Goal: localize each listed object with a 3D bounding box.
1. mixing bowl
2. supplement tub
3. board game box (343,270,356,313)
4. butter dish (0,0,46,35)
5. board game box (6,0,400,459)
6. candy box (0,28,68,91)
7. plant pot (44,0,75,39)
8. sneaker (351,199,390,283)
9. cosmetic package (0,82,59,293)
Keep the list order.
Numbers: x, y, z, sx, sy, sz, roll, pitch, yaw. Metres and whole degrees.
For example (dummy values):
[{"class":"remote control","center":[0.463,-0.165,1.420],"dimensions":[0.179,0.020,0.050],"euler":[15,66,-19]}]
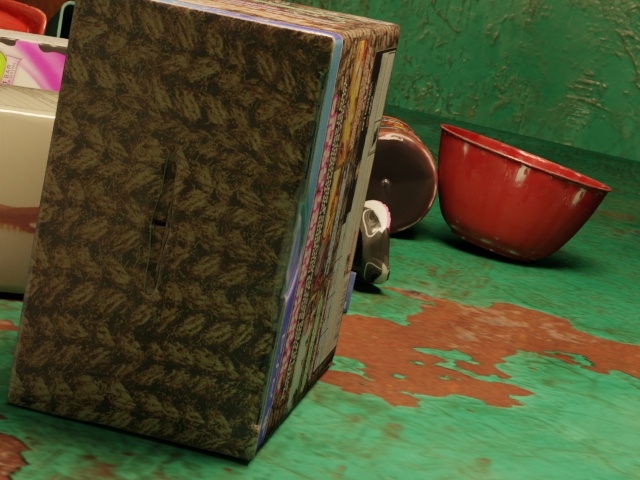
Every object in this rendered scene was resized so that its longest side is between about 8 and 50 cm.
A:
[{"class":"mixing bowl","center":[0.187,-0.039,1.967],"dimensions":[0.181,0.098,0.181],"euler":[20,7,-2]},{"class":"supplement tub","center":[0.060,-0.072,2.016],"dimensions":[0.106,0.106,0.198],"euler":[11,9,-4]},{"class":"board game box","center":[-0.085,0.010,1.545],"dimensions":[0.136,0.035,0.201],"euler":[5,11,-35]},{"class":"butter dish","center":[-0.360,-0.173,1.844],"dimensions":[0.160,0.160,0.118],"euler":[18,-8,33]},{"class":"board game box","center":[-0.058,-0.026,1.176],"dimensions":[0.141,0.232,0.291],"euler":[12,8,7]},{"class":"candy box","center":[-0.256,-0.079,1.469],"dimensions":[0.233,0.159,0.071],"euler":[5,10,-32]},{"class":"plant pot","center":[-0.187,-0.115,1.819],"dimensions":[0.165,0.165,0.234],"euler":[9,0,-17]},{"class":"sneaker","center":[0.000,0.000,1.669],"dimensions":[0.077,0.072,0.178],"euler":[-5,7,-22]},{"class":"cosmetic package","center":[-0.270,-0.044,1.335],"dimensions":[0.296,0.129,0.153],"euler":[6,10,-32]}]
